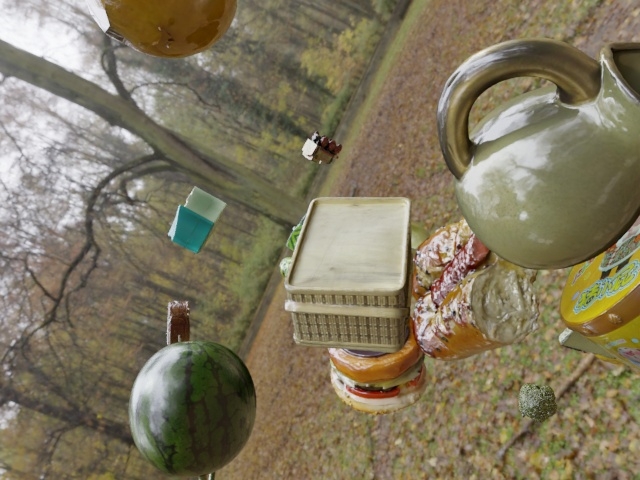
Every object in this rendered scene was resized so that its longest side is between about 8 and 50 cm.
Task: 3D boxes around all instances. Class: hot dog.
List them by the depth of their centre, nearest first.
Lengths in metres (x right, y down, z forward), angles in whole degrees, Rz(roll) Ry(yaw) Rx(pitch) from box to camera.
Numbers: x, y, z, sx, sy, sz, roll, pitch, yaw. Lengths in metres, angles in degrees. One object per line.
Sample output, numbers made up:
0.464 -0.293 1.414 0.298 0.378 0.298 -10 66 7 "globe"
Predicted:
0.341 0.111 1.312 0.365 0.196 0.366 123 158 -61 "hot dog"

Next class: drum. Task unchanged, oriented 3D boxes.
0.679 0.056 1.031 0.431 0.214 0.431 -55 -7 -10 "drum"

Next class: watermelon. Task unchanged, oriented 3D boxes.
-0.138 0.207 0.601 0.141 0.141 0.187 177 82 -83 "watermelon"

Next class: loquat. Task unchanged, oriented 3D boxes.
-0.234 -0.386 0.780 0.235 0.235 0.234 -156 90 -84 "loquat"

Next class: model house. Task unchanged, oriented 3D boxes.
-0.326 -0.039 1.372 0.127 0.101 0.148 -55 11 44 "model house"

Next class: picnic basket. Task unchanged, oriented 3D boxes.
0.068 0.068 1.068 0.312 0.228 0.175 -74 -19 -51 "picnic basket"

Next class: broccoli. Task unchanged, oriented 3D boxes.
0.723 0.538 1.776 0.130 0.131 0.120 -15 1 43 "broccoli"

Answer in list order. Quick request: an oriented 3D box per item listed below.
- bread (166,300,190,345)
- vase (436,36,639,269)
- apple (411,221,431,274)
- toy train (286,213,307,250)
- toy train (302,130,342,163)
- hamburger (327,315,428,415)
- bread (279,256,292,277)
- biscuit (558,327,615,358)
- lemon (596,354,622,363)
-0.481 0.283 1.799 0.160 0.073 0.160 179 90 -70 "bread"
0.298 -0.128 0.671 0.302 0.330 0.240 -45 27 44 "vase"
0.237 0.055 1.774 0.257 0.296 0.233 90 173 -62 "apple"
0.000 0.000 1.645 0.138 0.178 0.330 -59 -4 15 "toy train"
0.008 -0.271 1.598 0.138 0.050 0.087 14 -70 -56 "toy train"
0.186 0.389 1.728 0.330 0.331 0.249 -78 -23 -62 "hamburger"
-0.066 0.102 1.650 0.071 0.139 0.130 -65 -25 0 "bread"
0.871 0.292 1.614 0.046 0.250 0.147 -79 5 -48 "biscuit"
0.981 0.306 1.777 0.192 0.193 0.230 121 164 -50 "lemon"
